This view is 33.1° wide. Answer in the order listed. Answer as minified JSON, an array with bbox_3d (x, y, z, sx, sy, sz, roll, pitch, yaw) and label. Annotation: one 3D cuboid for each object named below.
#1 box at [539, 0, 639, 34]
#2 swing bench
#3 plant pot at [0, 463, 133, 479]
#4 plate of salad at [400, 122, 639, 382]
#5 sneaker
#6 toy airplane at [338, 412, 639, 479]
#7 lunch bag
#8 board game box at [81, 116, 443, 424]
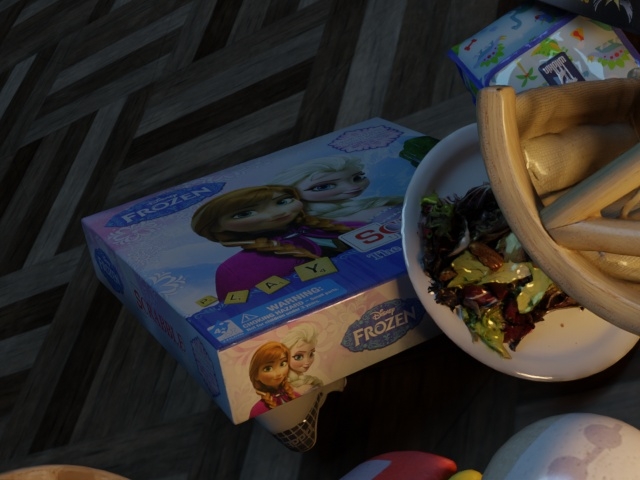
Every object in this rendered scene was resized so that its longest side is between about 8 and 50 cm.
[{"bbox_3d":[0.264,-0.255,0.940,0.183,0.056,0.231,-23,35,-26],"label":"box"},{"bbox_3d":[0.264,-0.048,0.606,0.254,0.165,0.253,-15,1,38],"label":"swing bench"},{"bbox_3d":[-0.181,0.268,0.598,0.280,0.323,0.323,-51,20,45],"label":"plant pot"},{"bbox_3d":[0.154,0.000,0.758,0.200,0.200,0.048,-60,4,-25],"label":"plate of salad"},{"bbox_3d":[-0.013,0.085,0.938,0.090,0.095,0.235,-28,16,30],"label":"sneaker"},{"bbox_3d":[0.141,0.200,0.454,0.384,0.272,0.386,-10,27,13],"label":"toy airplane"},{"bbox_3d":[0.204,-0.147,0.956,0.129,0.096,0.151,-34,43,6],"label":"lunch bag"},{"bbox_3d":[0.000,0.000,0.896,0.318,0.066,0.318,-21,26,-23],"label":"board game box"}]
